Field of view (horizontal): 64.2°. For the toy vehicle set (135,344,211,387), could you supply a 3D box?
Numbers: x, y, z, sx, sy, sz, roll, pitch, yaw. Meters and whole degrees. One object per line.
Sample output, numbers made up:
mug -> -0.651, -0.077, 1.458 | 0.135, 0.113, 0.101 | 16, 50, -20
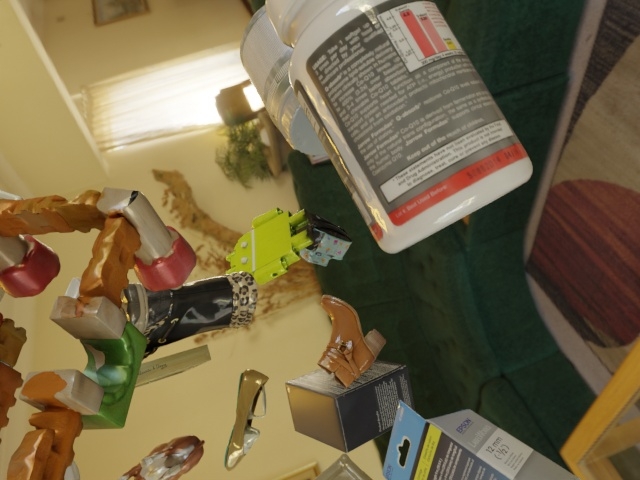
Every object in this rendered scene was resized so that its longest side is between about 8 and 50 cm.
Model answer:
toy vehicle set -> -0.383, 0.286, 1.072 | 0.166, 0.266, 0.035 | -32, 73, 48

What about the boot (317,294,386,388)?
boot -> 0.040, 0.234, 1.204 | 0.197, 0.152, 0.073 | 39, 157, 16

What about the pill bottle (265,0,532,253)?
pill bottle -> 0.087, -0.185, 0.650 | 0.363, 0.210, 0.210 | 62, 171, 6

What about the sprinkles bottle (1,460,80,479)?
sprinkles bottle -> -0.670, 0.572, 1.081 | 0.121, 0.355, 0.121 | 47, -160, -23

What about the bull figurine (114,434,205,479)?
bull figurine -> -0.424, 0.595, 1.315 | 0.101, 0.310, 0.188 | 54, -151, 14

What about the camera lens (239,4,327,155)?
camera lens -> -0.025, -0.338, 1.035 | 0.219, 0.219, 0.274 | 85, 160, -59

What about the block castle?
block castle -> -0.337, 0.165, 0.586 | 0.213, 0.302, 0.454 | 75, -165, -53

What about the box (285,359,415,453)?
box -> 0.091, 0.515, 1.653 | 0.296, 0.293, 0.183 | -8, 93, 56

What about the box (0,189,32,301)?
box -> -0.733, 0.043, 1.066 | 0.121, 0.147, 0.311 | 111, 177, -72

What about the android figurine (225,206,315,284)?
android figurine -> -0.144, 0.017, 1.390 | 0.056, 0.272, 0.248 | 51, -158, -39

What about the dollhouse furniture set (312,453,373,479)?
dollhouse furniture set -> 0.004, 0.577, 0.940 | 0.197, 0.301, 0.152 | 30, 137, 42

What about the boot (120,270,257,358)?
boot -> -0.321, 0.181, 1.172 | 0.377, 0.284, 0.138 | -53, 51, 52

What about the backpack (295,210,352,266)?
backpack -> 0.000, 0.000, 1.657 | 0.166, 0.188, 0.145 | 38, 112, 46

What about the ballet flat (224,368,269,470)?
ballet flat -> -0.168, 0.420, 1.186 | 0.080, 0.073, 0.233 | 54, -135, -80

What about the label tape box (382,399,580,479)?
label tape box -> 0.309, 0.494, 1.057 | 0.347, 0.115, 0.249 | 29, 124, 36

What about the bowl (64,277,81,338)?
bowl -> -0.677, 0.190, 1.455 | 0.142, 0.053, 0.142 | 41, 111, 33
